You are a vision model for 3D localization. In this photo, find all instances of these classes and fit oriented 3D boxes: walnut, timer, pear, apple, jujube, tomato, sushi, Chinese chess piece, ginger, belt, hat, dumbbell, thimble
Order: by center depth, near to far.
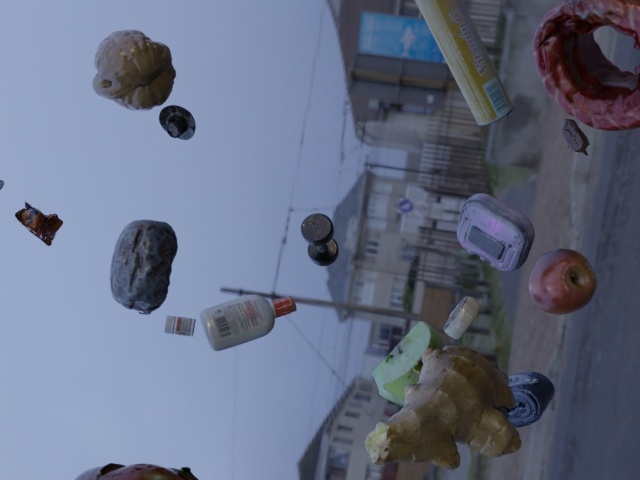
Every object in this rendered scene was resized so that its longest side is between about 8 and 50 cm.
[{"bbox_3d":[0.244,0.345,1.519,0.375,0.236,0.166,-43,4,-37],"label":"ginger"},{"bbox_3d":[-0.372,0.578,1.612,0.303,0.304,0.239,79,-172,-64],"label":"tomato"},{"bbox_3d":[0.675,-0.435,1.822,0.230,0.350,0.350,-42,-32,-34],"label":"thimble"},{"bbox_3d":[0.477,0.414,2.027,0.128,0.218,0.122,-35,-86,-46],"label":"belt"},{"bbox_3d":[0.377,0.206,2.140,0.122,0.051,0.122,-54,-6,-8],"label":"Chinese chess piece"},{"bbox_3d":[0.462,-0.018,2.143,0.069,0.208,0.190,-40,-30,-35],"label":"timer"},{"bbox_3d":[0.658,0.115,2.201,0.199,0.199,0.199,9,-90,-81],"label":"apple"},{"bbox_3d":[0.705,-0.285,2.219,0.060,0.061,0.118,-18,-89,-55],"label":"sushi"},{"bbox_3d":[-0.531,-0.480,2.270,0.257,0.257,0.224,-72,-34,-44],"label":"walnut"},{"bbox_3d":[-0.417,-0.329,2.309,0.050,0.121,0.121,-76,-10,-46],"label":"hat"},{"bbox_3d":[0.000,0.000,2.467,0.191,0.100,0.100,73,-153,-64],"label":"dumbbell"},{"bbox_3d":[0.329,0.429,2.607,0.286,0.176,0.282,-47,10,-6],"label":"pear"},{"bbox_3d":[-0.590,0.082,2.685,0.226,0.226,0.317,69,-156,-72],"label":"jujube"}]

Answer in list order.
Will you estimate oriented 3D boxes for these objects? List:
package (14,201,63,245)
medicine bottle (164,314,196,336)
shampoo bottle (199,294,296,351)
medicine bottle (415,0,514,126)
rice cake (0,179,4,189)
[{"bbox_3d":[-0.672,-0.047,1.922,0.033,0.111,0.077,-35,28,31],"label":"package"},{"bbox_3d":[-0.427,0.260,2.443,0.057,0.089,0.057,-172,90,-84],"label":"medicine bottle"},{"bbox_3d":[-0.164,0.180,1.871,0.051,0.221,0.108,106,144,-61],"label":"shampoo bottle"},{"bbox_3d":[0.300,-0.458,1.797,0.426,0.108,0.108,59,-155,-19],"label":"medicine bottle"},{"bbox_3d":[-0.642,-0.030,1.429,0.290,0.081,0.051,-88,16,-50],"label":"rice cake"}]
